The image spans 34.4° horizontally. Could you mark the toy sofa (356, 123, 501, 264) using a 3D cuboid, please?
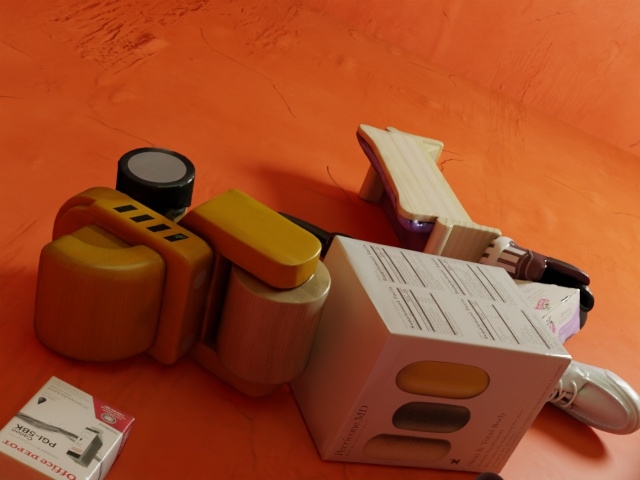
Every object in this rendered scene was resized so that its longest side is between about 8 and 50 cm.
[{"bbox_3d":[0.153,-0.052,1.771,0.177,0.150,0.362,10,28,-19],"label":"toy sofa"}]

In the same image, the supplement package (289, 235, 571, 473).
[{"bbox_3d":[0.122,0.146,1.288,0.263,0.199,0.198,11,29,-27],"label":"supplement package"}]

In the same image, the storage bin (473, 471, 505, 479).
[{"bbox_3d":[0.214,0.337,1.144,0.135,0.098,0.091,43,2,35],"label":"storage bin"}]

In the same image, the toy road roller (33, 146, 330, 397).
[{"bbox_3d":[-0.178,0.060,1.198,0.330,0.202,0.240,29,37,20],"label":"toy road roller"}]

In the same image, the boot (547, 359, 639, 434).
[{"bbox_3d":[0.332,0.217,1.496,0.258,0.095,0.123,28,29,27],"label":"boot"}]

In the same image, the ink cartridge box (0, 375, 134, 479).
[{"bbox_3d":[-0.254,0.203,0.998,0.099,0.056,0.135,27,24,1],"label":"ink cartridge box"}]

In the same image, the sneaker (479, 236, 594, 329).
[{"bbox_3d":[0.380,0.098,1.628,0.281,0.106,0.162,32,-7,-39],"label":"sneaker"}]

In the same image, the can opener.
[{"bbox_3d":[0.000,0.000,1.639,0.186,0.073,0.059,26,31,23],"label":"can opener"}]

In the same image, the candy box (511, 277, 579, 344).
[{"bbox_3d":[0.252,0.112,1.497,0.196,0.070,0.165,10,23,38],"label":"candy box"}]
